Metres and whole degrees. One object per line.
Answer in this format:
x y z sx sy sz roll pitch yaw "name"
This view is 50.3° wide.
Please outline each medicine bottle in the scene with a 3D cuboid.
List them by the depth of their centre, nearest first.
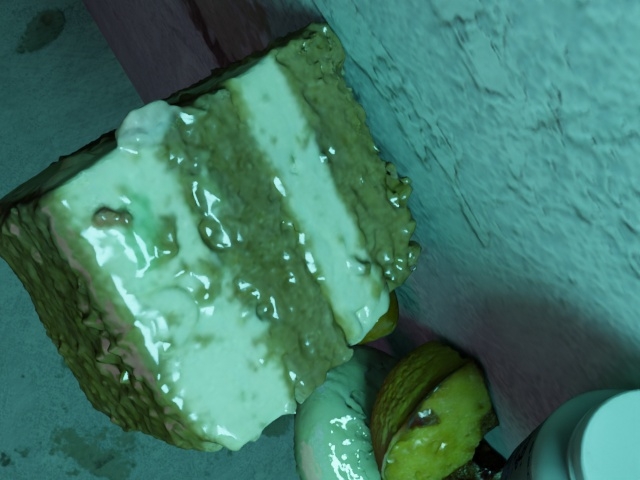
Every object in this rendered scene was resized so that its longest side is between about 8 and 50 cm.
0.179 0.157 0.430 0.107 0.107 0.192 53 168 25 "medicine bottle"

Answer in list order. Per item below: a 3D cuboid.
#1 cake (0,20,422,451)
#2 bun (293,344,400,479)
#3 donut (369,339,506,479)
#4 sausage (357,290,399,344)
-0.106 -0.004 0.607 0.282 0.290 0.256 -4 116 54 "cake"
0.088 0.277 0.937 0.287 0.146 0.288 32 -129 -50 "bun"
0.130 0.244 0.795 0.295 0.151 0.112 65 177 -31 "donut"
0.000 0.000 0.815 0.274 0.105 0.105 57 169 7 "sausage"
